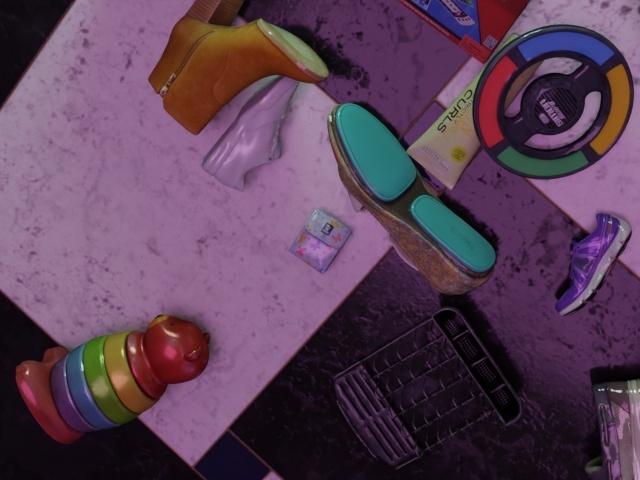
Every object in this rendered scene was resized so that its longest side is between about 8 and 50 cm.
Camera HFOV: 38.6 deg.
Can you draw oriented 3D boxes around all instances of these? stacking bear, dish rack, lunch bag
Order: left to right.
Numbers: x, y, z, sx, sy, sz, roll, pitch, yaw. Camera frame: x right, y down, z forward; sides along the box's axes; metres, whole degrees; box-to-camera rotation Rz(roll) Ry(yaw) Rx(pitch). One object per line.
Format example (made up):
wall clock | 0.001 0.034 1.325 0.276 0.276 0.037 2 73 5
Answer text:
stacking bear | -0.324 0.216 1.526 0.289 0.175 0.164 -23 92 10
lunch bag | 0.000 0.000 1.452 0.071 0.053 0.083 35 98 4
dish rack | 0.158 0.242 1.448 0.272 0.074 0.208 -34 90 18

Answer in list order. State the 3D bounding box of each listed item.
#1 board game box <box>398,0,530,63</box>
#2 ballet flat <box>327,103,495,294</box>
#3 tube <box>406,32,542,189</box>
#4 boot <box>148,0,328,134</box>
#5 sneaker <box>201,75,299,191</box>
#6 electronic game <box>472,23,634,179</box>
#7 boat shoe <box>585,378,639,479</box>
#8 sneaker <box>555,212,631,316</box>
board game box | 0.166 -0.396 1.320 0.281 0.027 0.145 37 127 4
ballet flat | 0.116 -0.052 1.391 0.348 0.123 0.123 47 107 4
tube | 0.234 -0.193 1.354 0.062 0.070 0.240 24 116 -34
boot | -0.133 -0.243 1.381 0.295 0.104 0.211 43 109 32
sneaker | -0.089 -0.171 1.439 0.094 0.080 0.212 37 105 -17
electronic game | 0.331 -0.193 1.299 0.229 0.048 0.229 -1 118 -2
boat shoe | 0.450 0.349 1.386 0.092 0.103 0.285 2 97 19
sneaker | 0.397 0.037 1.365 0.071 0.068 0.169 32 98 22
